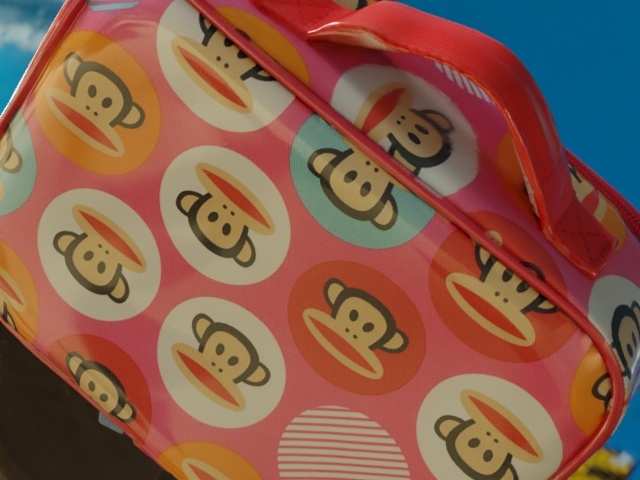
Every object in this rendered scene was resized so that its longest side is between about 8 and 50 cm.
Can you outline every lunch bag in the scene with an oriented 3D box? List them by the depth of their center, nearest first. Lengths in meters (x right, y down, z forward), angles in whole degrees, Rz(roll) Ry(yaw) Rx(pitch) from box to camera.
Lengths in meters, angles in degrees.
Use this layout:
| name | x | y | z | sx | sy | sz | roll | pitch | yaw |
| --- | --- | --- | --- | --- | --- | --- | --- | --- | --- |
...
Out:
| name | x | y | z | sx | sy | sz | roll | pitch | yaw |
| --- | --- | --- | --- | --- | --- | --- | --- | --- | --- |
| lunch bag | 0.000 | 0.000 | 0.727 | 0.293 | 0.120 | 0.258 | 42 | -49 | 3 |

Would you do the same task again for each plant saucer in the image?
| name | x | y | z | sx | sy | sz | roll | pitch | yaw |
| --- | --- | --- | --- | --- | --- | --- | --- | --- | --- |
| plant saucer | -0.218 | 0.143 | 1.413 | 0.278 | 0.278 | 0.041 | 46 | -58 | -10 |
